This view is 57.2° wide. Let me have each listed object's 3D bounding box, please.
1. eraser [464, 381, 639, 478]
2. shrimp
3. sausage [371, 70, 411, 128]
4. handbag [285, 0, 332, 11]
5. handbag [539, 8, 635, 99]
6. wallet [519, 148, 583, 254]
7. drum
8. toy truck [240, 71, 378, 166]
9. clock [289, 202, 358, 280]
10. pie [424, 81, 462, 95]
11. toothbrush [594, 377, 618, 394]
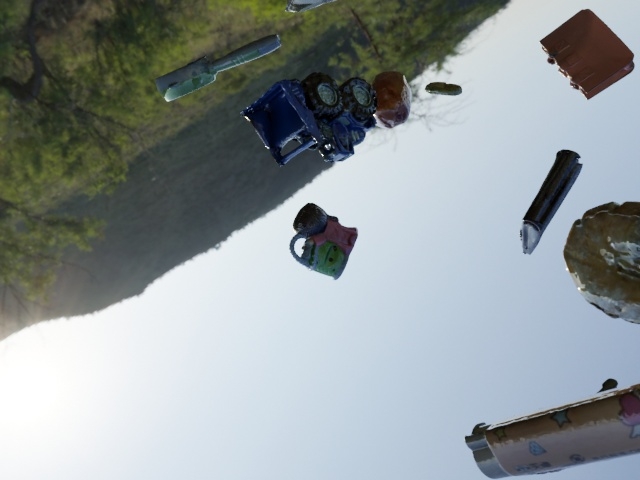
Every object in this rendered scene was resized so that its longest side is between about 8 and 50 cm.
[{"bbox_3d":[0.356,0.248,0.775,0.290,0.171,0.087,-36,-126,42],"label":"eraser"},{"bbox_3d":[0.620,0.049,0.982,0.110,0.221,0.446,-5,-171,-40],"label":"shrimp"},{"bbox_3d":[0.198,-0.411,1.685,0.133,0.133,0.258,-22,-153,24],"label":"sausage"},{"bbox_3d":[0.032,-0.563,1.171,0.182,0.117,0.270,-25,173,-23],"label":"handbag"},{"bbox_3d":[0.696,-0.488,1.539,0.157,0.212,0.059,-36,153,15],"label":"handbag"},{"bbox_3d":[0.594,-0.089,1.528,0.071,0.262,0.221,26,-100,21],"label":"wallet"},{"bbox_3d":[-0.203,-0.326,1.106,0.253,0.049,0.130,-12,-156,29],"label":"drum"},{"bbox_3d":[-0.010,-0.189,0.942,0.208,0.126,0.113,-5,169,-37],"label":"toy truck"},{"bbox_3d":[0.000,0.000,1.749,0.100,0.195,0.194,-29,-146,61],"label":"clock"},{"bbox_3d":[0.276,-0.340,1.318,0.084,0.020,0.084,2,-153,-1],"label":"pie"},{"bbox_3d":[0.603,0.409,1.366,0.297,0.030,0.030,-28,-152,-28],"label":"toothbrush"}]
